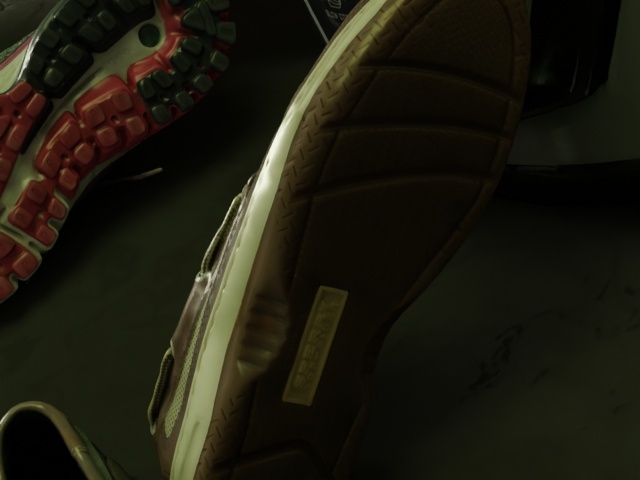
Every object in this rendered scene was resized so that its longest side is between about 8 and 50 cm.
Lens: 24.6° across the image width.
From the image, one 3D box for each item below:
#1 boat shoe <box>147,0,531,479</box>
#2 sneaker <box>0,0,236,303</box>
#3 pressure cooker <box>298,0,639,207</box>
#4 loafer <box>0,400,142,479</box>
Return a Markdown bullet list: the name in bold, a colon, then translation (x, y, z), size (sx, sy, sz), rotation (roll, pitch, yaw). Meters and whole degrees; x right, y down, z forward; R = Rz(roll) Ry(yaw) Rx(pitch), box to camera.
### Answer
- **boat shoe**: translation (-0.007, -0.002, 0.600), size (0.257, 0.095, 0.095), rotation (-63, 32, 5)
- **sneaker**: translation (-0.177, -0.045, 0.845), size (0.299, 0.121, 0.112), rotation (-38, 8, -18)
- **pressure cooker**: translation (0.120, -0.275, 0.689), size (0.370, 0.420, 0.375), rotation (-20, 35, 3)
- **loafer**: translation (-0.076, 0.158, 0.524), size (0.096, 0.084, 0.267), rotation (-28, 35, -7)
